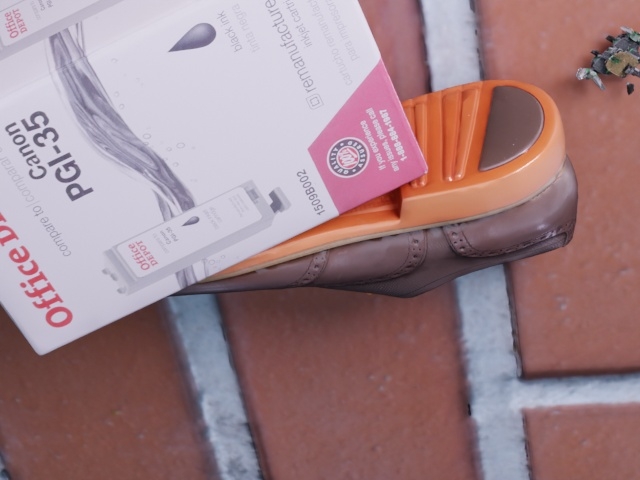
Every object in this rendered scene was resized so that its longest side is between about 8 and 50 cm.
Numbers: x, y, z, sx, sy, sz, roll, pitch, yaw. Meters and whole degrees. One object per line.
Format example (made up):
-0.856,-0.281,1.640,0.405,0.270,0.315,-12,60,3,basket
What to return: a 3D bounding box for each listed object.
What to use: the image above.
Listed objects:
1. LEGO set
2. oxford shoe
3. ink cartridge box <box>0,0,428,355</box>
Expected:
0.207,-0.122,1.128,0.083,0.023,0.054,-1,135,-10,LEGO set
0.000,0.000,1.190,0.363,0.130,0.133,-10,137,16,oxford shoe
-0.103,-0.079,1.065,0.283,0.117,0.207,-26,134,1,ink cartridge box
